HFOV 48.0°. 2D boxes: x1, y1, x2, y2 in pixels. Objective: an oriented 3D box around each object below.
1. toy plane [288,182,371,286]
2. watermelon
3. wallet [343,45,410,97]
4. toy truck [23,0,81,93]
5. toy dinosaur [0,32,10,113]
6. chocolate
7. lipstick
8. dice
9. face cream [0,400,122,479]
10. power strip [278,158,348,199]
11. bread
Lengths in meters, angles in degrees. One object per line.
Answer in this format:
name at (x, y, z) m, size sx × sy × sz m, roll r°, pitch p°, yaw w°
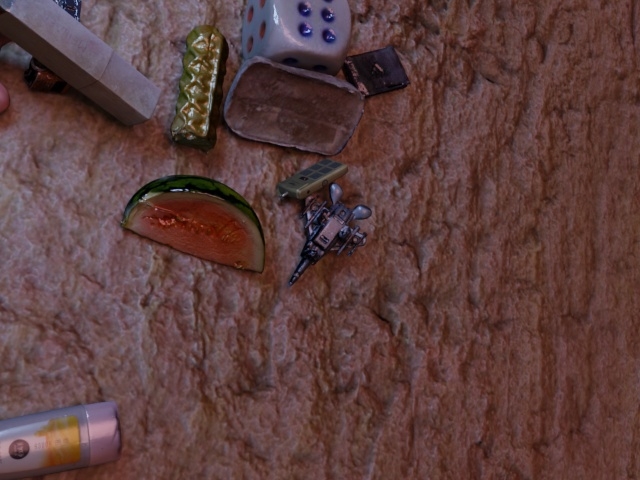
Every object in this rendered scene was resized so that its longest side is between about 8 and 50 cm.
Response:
toy plane at (0.002, -0.002, 1.547) m, size 0.169 × 0.078 × 0.246 m, roll 38°, pitch 64°, yaw -6°
watermelon at (-0.216, -0.057, 1.412) m, size 0.303 × 0.128 × 0.159 m, roll 22°, pitch 69°, yaw -23°
wallet at (0.134, -0.408, 1.745) m, size 0.165 × 0.030 × 0.111 m, roll -21°, pitch 84°, yaw -32°
toy truck at (-0.499, -0.374, 1.357) m, size 0.092 × 0.083 × 0.192 m, roll 10°, pitch 73°, yaw -32°
toy dinosaur at (-0.593, -0.331, 1.267) m, size 0.177 × 0.152 × 0.194 m, roll 42°, pitch 68°, yaw -23°
chocolate at (-0.058, -0.296, 1.545) m, size 0.303 × 0.185 × 0.100 m, roll 8°, pitch 44°, yaw -30°
lipstick at (-0.450, -0.341, 1.272) m, size 0.371 × 0.079 × 0.076 m, roll 39°, pitch 57°, yaw -40°
dice at (-0.054, -0.453, 1.558) m, size 0.194 × 0.192 × 0.193 m, roll 7°, pitch 74°, yaw -26°
face cream at (-0.474, 0.342, 1.211) m, size 0.269 × 0.073 × 0.107 m, roll -3°, pitch 87°, yaw -30°
power strip at (-0.020, -0.134, 1.570) m, size 0.169 × 0.076 × 0.028 m, roll -32°, pitch 128°, yaw -32°
bread at (-0.245, -0.319, 1.482) m, size 0.098 × 0.087 × 0.270 m, roll 13°, pitch 73°, yaw -25°
